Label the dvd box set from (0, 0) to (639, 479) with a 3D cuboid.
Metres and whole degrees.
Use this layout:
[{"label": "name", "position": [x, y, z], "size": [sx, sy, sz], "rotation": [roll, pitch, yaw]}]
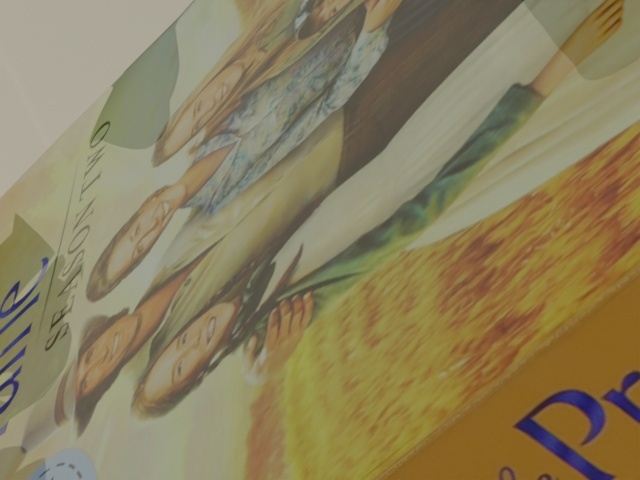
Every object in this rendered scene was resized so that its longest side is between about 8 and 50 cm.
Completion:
[{"label": "dvd box set", "position": [0.000, 0.000, 0.509], "size": [0.062, 0.307, 0.420], "rotation": [37, 119, -22]}]
